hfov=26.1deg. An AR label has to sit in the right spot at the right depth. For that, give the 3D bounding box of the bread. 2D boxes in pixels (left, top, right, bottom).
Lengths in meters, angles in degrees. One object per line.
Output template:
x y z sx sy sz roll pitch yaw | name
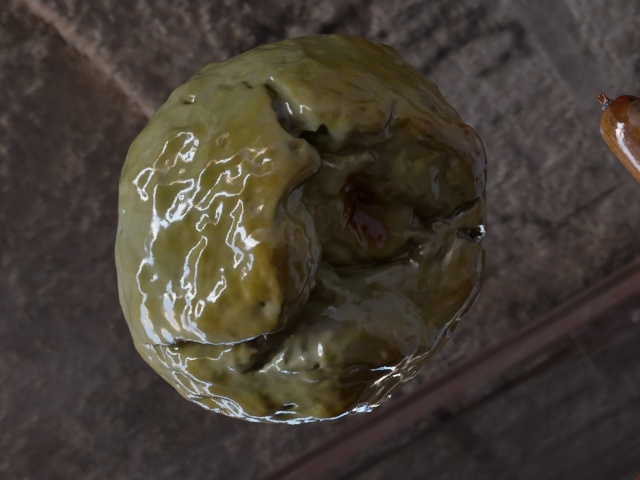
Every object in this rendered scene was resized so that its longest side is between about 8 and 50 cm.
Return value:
0.000 0.000 0.809 0.244 0.244 0.134 50 163 -30 | bread

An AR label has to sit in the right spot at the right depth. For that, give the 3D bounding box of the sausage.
0.339 0.007 1.125 0.347 0.053 0.053 53 -169 17 | sausage

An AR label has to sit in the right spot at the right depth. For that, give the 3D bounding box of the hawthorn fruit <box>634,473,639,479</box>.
0.217 0.154 0.613 0.173 0.179 0.173 61 -167 -24 | hawthorn fruit
